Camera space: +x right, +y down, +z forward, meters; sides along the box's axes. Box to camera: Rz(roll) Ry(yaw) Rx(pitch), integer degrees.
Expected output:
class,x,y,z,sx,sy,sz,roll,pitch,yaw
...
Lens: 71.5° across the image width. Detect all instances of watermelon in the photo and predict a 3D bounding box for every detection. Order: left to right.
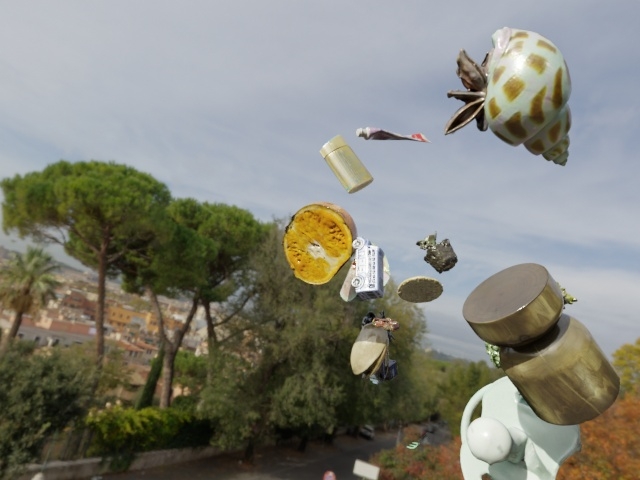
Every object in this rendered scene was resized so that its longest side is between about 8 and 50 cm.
class,x,y,z,sx,sy,sz,roll,pitch,yaw
watermelon,0.205,0.168,1.977,0.175,0.321,0.188,21,-39,3

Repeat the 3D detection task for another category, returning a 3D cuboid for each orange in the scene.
class,x,y,z,sx,sy,sz,roll,pitch,yaw
orange,0.004,0.000,1.599,0.275,0.274,0.310,14,-24,4

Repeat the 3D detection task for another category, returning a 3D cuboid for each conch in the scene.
class,x,y,z,sx,sy,sz,roll,pitch,yaw
conch,0.555,-0.370,1.169,0.197,0.249,0.367,25,-29,51

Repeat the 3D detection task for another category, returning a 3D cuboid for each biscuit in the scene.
class,x,y,z,sx,sy,sz,roll,pitch,yaw
biscuit,0.327,0.162,1.459,0.152,0.020,0.152,3,-42,3

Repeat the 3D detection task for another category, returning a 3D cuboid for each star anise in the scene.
class,x,y,z,sx,sy,sz,roll,pitch,yaw
star anise,0.454,-0.431,1.288,0.199,0.257,0.110,-1,6,-13

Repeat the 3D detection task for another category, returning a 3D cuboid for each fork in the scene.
class,x,y,z,sx,sy,sz,roll,pitch,yaw
fork,0.361,0.716,1.595,0.021,0.039,0.235,52,-28,24

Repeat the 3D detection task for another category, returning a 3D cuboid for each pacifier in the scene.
class,x,y,z,sx,sy,sz,roll,pitch,yaw
pacifier,0.433,0.477,1.067,0.269,0.343,0.288,30,-8,-37

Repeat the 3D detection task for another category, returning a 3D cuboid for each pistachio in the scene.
class,x,y,z,sx,sy,sz,roll,pitch,yaw
pistachio,0.207,0.454,1.845,0.138,0.237,0.153,28,-11,-18

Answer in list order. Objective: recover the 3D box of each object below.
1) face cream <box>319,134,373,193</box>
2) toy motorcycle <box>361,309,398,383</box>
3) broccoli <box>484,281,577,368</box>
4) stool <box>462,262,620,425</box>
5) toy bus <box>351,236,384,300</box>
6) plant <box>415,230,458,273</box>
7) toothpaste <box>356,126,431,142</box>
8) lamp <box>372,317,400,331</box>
class,x,y,z,sx,sy,sz,roll,pitch,yaw
face cream,0.112,-0.355,2.045,0.285,0.139,0.067,57,-14,17
toy motorcycle,0.273,0.499,2.110,0.125,0.358,0.213,0,9,40
broccoli,0.661,0.265,1.449,0.272,0.324,0.334,6,-51,-5
stool,0.426,0.200,0.869,0.264,0.179,0.179,53,-21,-9
toy bus,0.130,0.070,1.181,0.076,0.167,0.073,-9,-30,24
plant,0.565,0.055,2.156,0.143,0.203,0.131,-20,-22,-15
toothpaste,0.280,-0.401,1.704,0.301,0.048,0.075,0,12,-20
lamp,0.202,0.252,1.334,0.063,0.031,0.083,-7,12,-24
